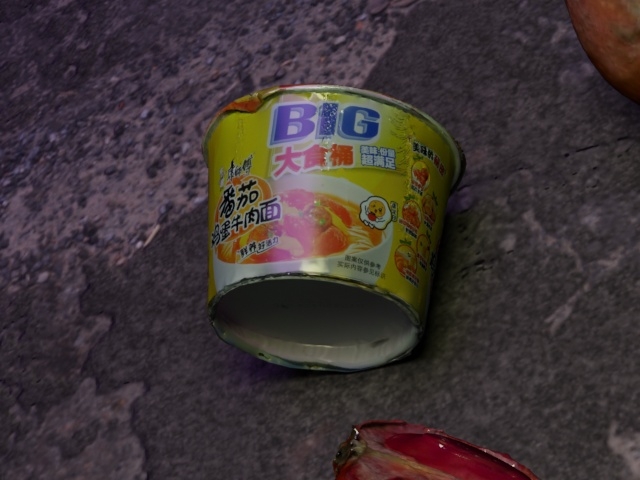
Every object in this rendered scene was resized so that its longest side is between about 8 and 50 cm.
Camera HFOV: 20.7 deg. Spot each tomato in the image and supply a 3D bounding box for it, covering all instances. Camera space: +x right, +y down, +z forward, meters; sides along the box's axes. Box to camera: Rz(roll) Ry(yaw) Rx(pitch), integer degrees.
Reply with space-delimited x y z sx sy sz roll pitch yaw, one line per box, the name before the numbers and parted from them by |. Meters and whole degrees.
tomato | 0.079 0.192 1.097 0.189 0.173 0.099 -77 11 -75

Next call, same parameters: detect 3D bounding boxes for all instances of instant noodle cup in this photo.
instant noodle cup | 0.000 0.000 1.302 0.205 0.205 0.153 -9 58 29

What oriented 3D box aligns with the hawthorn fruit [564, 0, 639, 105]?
hawthorn fruit | 0.269 -0.208 1.256 0.231 0.235 0.263 -40 48 -22
